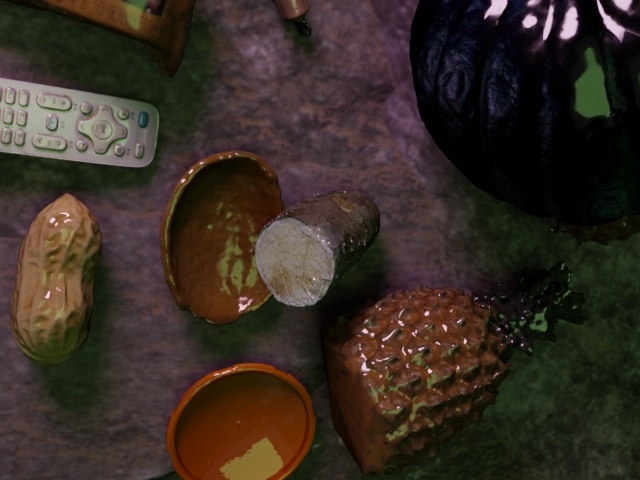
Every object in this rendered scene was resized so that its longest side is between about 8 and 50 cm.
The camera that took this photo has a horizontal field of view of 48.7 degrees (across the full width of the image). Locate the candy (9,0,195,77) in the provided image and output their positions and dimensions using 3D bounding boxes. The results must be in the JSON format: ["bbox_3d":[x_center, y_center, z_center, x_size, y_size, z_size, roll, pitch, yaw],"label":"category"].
[{"bbox_3d":[-0.246,-0.265,0.663,0.271,0.101,0.143,18,108,-14],"label":"candy"}]

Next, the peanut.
[{"bbox_3d":[-0.283,0.046,0.757,0.083,0.093,0.194,11,107,-5],"label":"peanut"}]

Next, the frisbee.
[{"bbox_3d":[-0.100,0.239,0.902,0.192,0.035,0.192,-5,110,-15],"label":"frisbee"}]

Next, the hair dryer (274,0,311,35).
[{"bbox_3d":[-0.054,-0.292,0.728,0.117,0.064,0.182,-28,118,-5],"label":"hair dryer"}]

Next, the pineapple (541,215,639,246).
[{"bbox_3d":[0.346,-0.065,0.866,0.166,0.166,0.193,-49,126,4],"label":"pineapple"}]

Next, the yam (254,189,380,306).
[{"bbox_3d":[0.000,0.000,0.785,0.107,0.183,0.107,7,108,21],"label":"yam"}]

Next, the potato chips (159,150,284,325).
[{"bbox_3d":[-0.111,-0.001,0.812,0.150,0.049,0.202,-14,109,-17],"label":"potato chips"}]

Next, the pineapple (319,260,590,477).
[{"bbox_3d":[0.173,0.132,0.867,0.362,0.202,0.202,-20,112,-16],"label":"pineapple"}]

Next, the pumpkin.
[{"bbox_3d":[0.261,-0.196,0.691,0.363,0.363,0.266,-38,138,-1],"label":"pumpkin"}]

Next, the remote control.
[{"bbox_3d":[-0.284,-0.123,0.728,0.229,0.044,0.073,4,101,-26],"label":"remote control"}]
